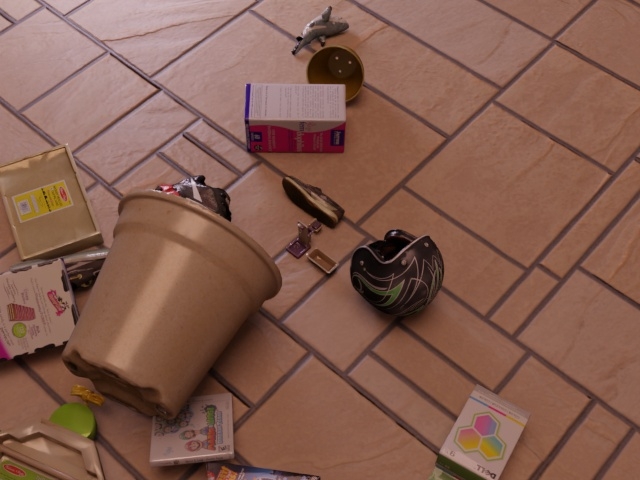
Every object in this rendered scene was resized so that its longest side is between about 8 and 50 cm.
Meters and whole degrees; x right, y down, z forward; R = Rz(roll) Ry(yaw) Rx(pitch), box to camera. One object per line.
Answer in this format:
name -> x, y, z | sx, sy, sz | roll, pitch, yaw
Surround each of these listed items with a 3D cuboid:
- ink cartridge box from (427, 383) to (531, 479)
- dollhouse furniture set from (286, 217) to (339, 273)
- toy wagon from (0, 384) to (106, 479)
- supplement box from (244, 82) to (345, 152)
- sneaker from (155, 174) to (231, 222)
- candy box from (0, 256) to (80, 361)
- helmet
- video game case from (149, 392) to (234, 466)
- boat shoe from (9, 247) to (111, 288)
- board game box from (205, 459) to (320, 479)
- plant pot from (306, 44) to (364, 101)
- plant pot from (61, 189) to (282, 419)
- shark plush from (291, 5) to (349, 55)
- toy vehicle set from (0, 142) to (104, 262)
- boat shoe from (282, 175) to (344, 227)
ink cartridge box -> 0.272, 0.368, 1.570 | 0.109, 0.062, 0.209 | 27, 60, 16
dollhouse furniture set -> 0.000, 0.000, 1.813 | 0.114, 0.081, 0.091 | 37, 63, 22
toy wagon -> -0.474, 0.409, 1.532 | 0.267, 0.068, 0.344 | 20, 57, 13
supplement box -> -0.054, -0.270, 1.983 | 0.220, 0.111, 0.114 | -1, 55, -1
sneaker -> -0.222, -0.034, 1.824 | 0.135, 0.097, 0.276 | -30, 59, -17
candy box -> -0.574, 0.136, 1.671 | 0.233, 0.071, 0.159 | -14, 96, -10
helmet -> 0.154, 0.061, 1.716 | 0.161, 0.169, 0.169 | 19, 55, 34
video game case -> -0.224, 0.331, 1.582 | 0.143, 0.019, 0.157 | -5, 32, -4
boat shoe -> -0.490, 0.063, 1.774 | 0.227, 0.081, 0.069 | -10, 99, -22
board game box -> -0.124, 0.456, 1.507 | 0.194, 0.060, 0.194 | 18, 57, 13
plant pot -> 0.042, -0.394, 2.075 | 0.134, 0.134, 0.095 | 11, 28, 7
plant pot -> -0.281, 0.131, 1.585 | 0.334, 0.334, 0.305 | 20, 63, 13
shark plush -> -0.004, -0.503, 2.185 | 0.161, 0.073, 0.067 | -42, 95, -30
toy vehicle set -> -0.573, -0.077, 1.888 | 0.166, 0.035, 0.267 | -19, 58, -14
boat shoe -> -0.015, -0.088, 1.895 | 0.152, 0.056, 0.049 | 41, 59, 14
